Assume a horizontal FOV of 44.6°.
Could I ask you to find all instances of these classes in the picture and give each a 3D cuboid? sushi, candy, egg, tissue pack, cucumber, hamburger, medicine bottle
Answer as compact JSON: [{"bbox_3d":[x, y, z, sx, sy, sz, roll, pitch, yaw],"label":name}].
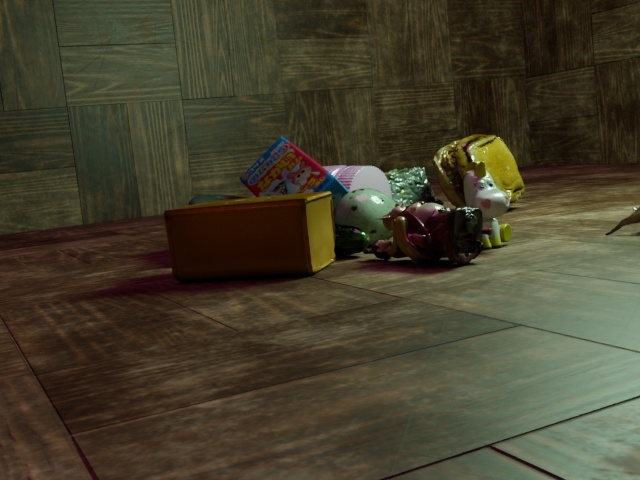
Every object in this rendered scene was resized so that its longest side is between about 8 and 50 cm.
[{"bbox_3d":[0.226,-0.144,2.325,0.274,0.139,0.184,-16,12,-24],"label":"sushi"},{"bbox_3d":[-0.058,-0.119,1.837,0.157,0.100,0.306,-46,37,0],"label":"candy"},{"bbox_3d":[0.106,-0.048,1.695,0.164,0.131,0.131,6,-4,-45],"label":"egg"},{"bbox_3d":[-0.125,-0.009,1.486,0.274,0.145,0.194,-3,9,17],"label":"tissue pack"},{"bbox_3d":[-0.001,0.000,1.614,0.241,0.074,0.074,2,10,35],"label":"cucumber"},{"bbox_3d":[0.441,-0.182,2.179,0.244,0.244,0.163,-12,-12,-43],"label":"hamburger"},{"bbox_3d":[0.019,-0.100,1.974,0.291,0.178,0.178,1,10,42],"label":"medicine bottle"}]

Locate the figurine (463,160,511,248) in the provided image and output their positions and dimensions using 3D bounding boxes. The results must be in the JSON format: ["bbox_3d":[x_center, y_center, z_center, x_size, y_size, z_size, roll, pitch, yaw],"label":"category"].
[{"bbox_3d":[0.308,-0.067,1.502,0.109,0.178,0.129,-11,35,-5],"label":"figurine"}]

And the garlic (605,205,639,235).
[{"bbox_3d":[0.735,-0.075,1.505,0.338,0.151,0.196,-18,-15,-31],"label":"garlic"}]

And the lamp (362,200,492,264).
[{"bbox_3d":[0.177,-0.015,1.411,0.118,0.118,0.253,-11,10,-37],"label":"lamp"}]

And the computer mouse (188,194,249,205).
[{"bbox_3d":[-0.210,-0.031,1.833,0.188,0.122,0.371,0,9,-14],"label":"computer mouse"}]
